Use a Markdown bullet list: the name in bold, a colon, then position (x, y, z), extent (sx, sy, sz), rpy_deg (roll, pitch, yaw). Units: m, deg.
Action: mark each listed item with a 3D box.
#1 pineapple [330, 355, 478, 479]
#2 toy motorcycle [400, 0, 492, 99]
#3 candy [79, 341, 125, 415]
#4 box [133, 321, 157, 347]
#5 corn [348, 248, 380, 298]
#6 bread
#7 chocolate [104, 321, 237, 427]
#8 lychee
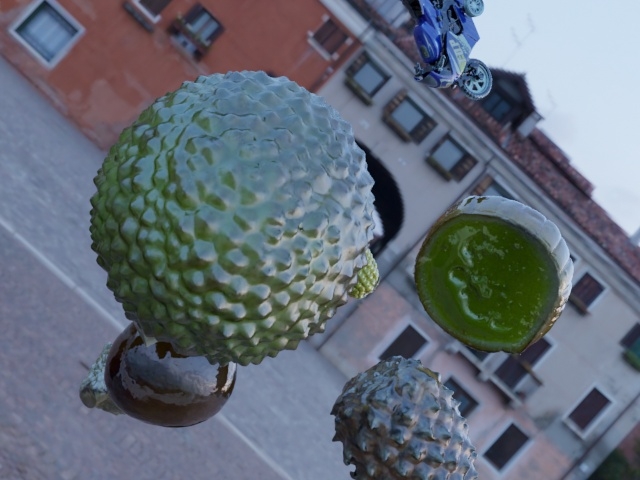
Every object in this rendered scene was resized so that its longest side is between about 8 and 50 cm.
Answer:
- **pineapple**: position (0.150, 0.326, 1.173), extent (0.361, 0.175, 0.175), rpy_deg (58, -5, -11)
- **toy motorcycle**: position (0.225, -0.403, 1.738), extent (0.113, 0.169, 0.315), rpy_deg (-5, -67, 61)
- **candy**: position (-0.302, 0.211, 1.362), extent (0.095, 0.110, 0.085), rpy_deg (34, -34, -24)
- **box**: position (-0.206, 0.068, 1.040), extent (0.083, 0.035, 0.079), rpy_deg (59, -18, 22)
- **corn**: position (0.016, -0.014, 1.514), extent (0.248, 0.081, 0.081), rpy_deg (57, -3, -5)
- **bread**: position (0.248, 0.052, 1.302), extent (0.236, 0.236, 0.070), rpy_deg (43, 33, 1)
- **chocolate**: position (-0.193, 0.162, 1.166), extent (0.177, 0.177, 0.177), rpy_deg (43, -2, 2)
- **lychee**: position (-0.075, -0.024, 0.835), extent (0.270, 0.270, 0.320), rpy_deg (44, 11, -17)
